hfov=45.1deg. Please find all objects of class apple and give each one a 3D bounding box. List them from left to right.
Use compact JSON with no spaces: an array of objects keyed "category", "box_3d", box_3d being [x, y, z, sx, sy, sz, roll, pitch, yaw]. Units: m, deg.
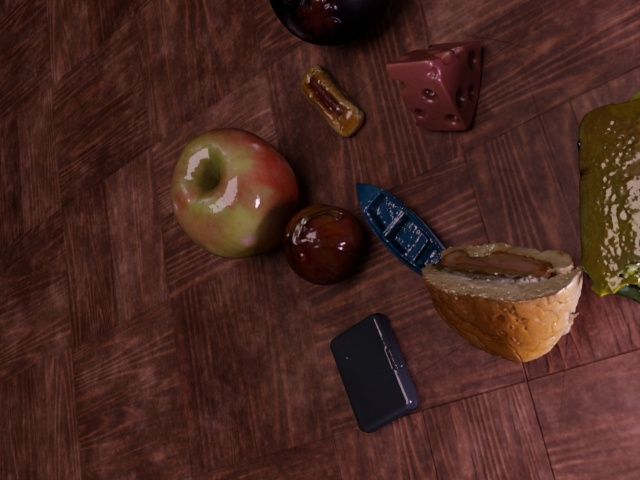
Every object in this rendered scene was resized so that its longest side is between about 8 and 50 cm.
[{"category":"apple","box_3d":[-0.204,-0.112,1.921,0.319,0.277,0.319,-7,75,29]}]

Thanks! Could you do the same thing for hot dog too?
[{"category":"hot dog","box_3d":[0.017,-0.353,1.908,0.084,0.073,0.242,-47,55,17]}]

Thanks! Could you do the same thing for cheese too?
[{"category":"cheese","box_3d":[0.258,-0.366,1.660,0.128,0.203,0.177,4,55,43]}]

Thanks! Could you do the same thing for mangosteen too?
[{"category":"mangosteen","box_3d":[0.031,-0.633,1.830,0.306,0.307,0.347,-12,44,38]}]

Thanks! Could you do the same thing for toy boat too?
[{"category":"toy boat","box_3d":[0.176,-0.033,1.714,0.096,0.061,0.299,-54,53,19]}]

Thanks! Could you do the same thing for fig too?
[{"category":"fig","box_3d":[-0.001,0.001,1.774,0.205,0.205,0.205,-9,75,39]}]

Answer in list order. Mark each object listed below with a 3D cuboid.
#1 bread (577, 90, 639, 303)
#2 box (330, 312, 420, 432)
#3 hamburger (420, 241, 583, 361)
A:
[{"category":"bread","box_3d":[0.559,-0.075,1.315,0.251,0.208,0.377,-4,75,35]},{"category":"box","box_3d":[0.116,0.293,1.707,0.160,0.050,0.230,-37,59,30]},{"category":"hamburger","box_3d":[0.353,0.128,1.436,0.329,0.209,0.162,1,38,50]}]
